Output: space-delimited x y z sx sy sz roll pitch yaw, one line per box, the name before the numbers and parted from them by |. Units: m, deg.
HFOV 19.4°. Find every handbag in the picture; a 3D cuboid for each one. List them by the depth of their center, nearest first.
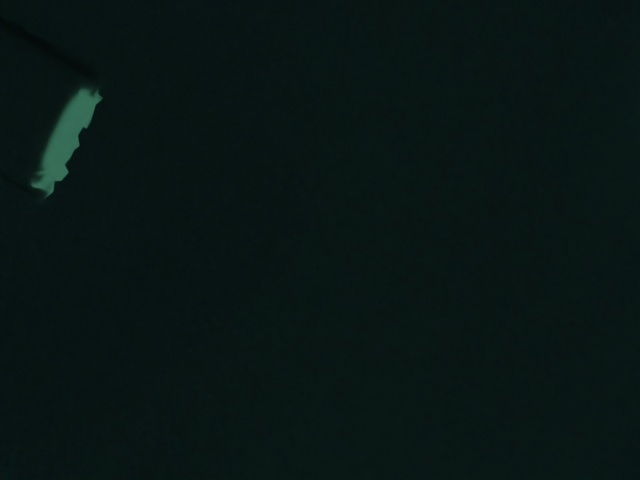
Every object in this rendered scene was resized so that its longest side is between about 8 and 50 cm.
handbag | 0.000 0.000 0.544 0.329 0.122 0.303 28 102 18
